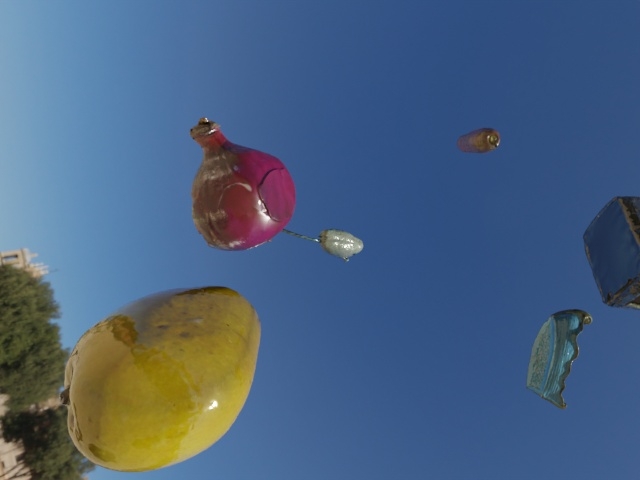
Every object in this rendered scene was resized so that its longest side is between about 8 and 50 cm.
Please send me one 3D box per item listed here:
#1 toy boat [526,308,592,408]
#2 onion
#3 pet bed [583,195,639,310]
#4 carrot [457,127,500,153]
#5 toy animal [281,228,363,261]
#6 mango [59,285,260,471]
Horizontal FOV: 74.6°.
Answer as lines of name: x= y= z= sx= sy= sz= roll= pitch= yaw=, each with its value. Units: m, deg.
toy boat: x=0.454 y=0.216 z=0.791 sx=0.075 sy=0.077 sz=0.185 roll=153 pitch=-48 yaw=-83
onion: x=-0.129 y=-0.097 z=0.675 sx=0.140 sy=0.195 sz=0.218 roll=-12 pitch=-73 yaw=26
pet bed: x=0.673 y=0.030 z=0.861 sx=0.183 sy=0.159 sz=0.210 roll=90 pitch=4 yaw=-53
carrot: x=0.372 y=-0.237 z=1.012 sx=0.186 sy=0.060 sz=0.060 roll=-106 pitch=-166 yaw=-80
toy animal: x=0.001 y=0.000 z=1.037 sx=0.079 sy=0.253 sz=0.070 roll=-49 pitch=-139 yaw=43
mango: x=-0.115 y=0.098 z=0.349 sx=0.137 sy=0.195 sz=0.098 roll=20 pitch=-71 yaw=15
